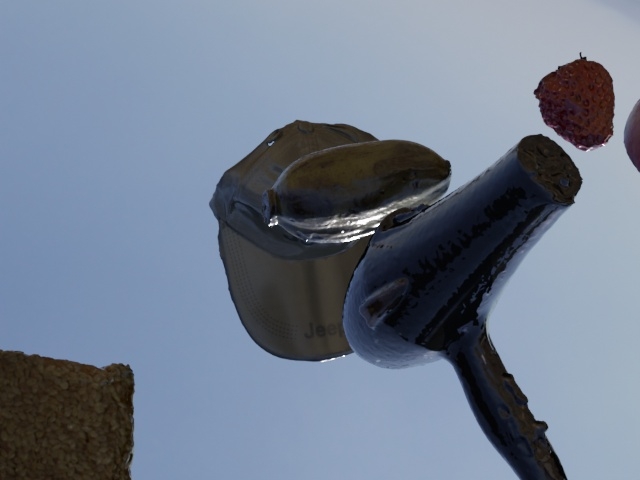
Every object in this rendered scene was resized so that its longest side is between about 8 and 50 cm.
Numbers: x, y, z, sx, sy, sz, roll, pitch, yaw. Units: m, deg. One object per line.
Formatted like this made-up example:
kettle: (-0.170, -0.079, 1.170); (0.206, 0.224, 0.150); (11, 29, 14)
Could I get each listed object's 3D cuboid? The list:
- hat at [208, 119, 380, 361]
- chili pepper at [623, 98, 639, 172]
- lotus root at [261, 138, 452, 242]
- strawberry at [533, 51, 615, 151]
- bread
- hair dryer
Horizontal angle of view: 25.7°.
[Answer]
hat: (0.000, 0.000, 1.553); (0.214, 0.244, 0.149); (-13, 165, -10)
chili pepper: (0.531, -0.169, 1.634); (0.251, 0.305, 0.229); (-20, -108, -42)
lotus root: (0.031, -0.047, 1.271); (0.089, 0.179, 0.080); (64, -165, -57)
strawberry: (0.225, -0.116, 1.219); (0.073, 0.073, 0.083); (21, -140, -29)
bread: (-0.240, 0.206, 1.088); (0.184, 0.110, 0.234); (7, -122, -21)
hair dryer: (0.161, 0.116, 1.033); (0.120, 0.304, 0.359); (-23, -102, -34)
